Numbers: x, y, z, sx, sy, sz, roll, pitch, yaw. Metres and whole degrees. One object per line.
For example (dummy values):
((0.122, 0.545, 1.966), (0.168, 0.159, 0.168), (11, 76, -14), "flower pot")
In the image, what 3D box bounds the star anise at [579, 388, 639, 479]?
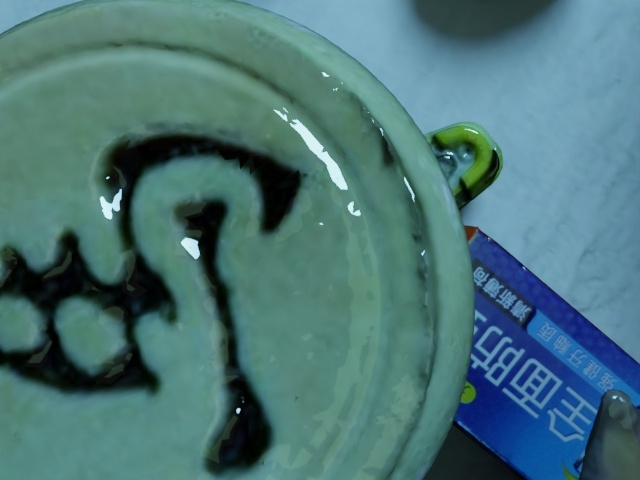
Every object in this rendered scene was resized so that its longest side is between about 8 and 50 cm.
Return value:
((0.133, 0.179, 0.476), (0.315, 0.108, 0.315), (8, 130, 10), "star anise")

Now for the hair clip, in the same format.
((0.000, 0.000, 0.540), (0.188, 0.033, 0.060), (-31, 94, -6), "hair clip")

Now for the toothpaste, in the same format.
((0.163, 0.121, 0.554), (0.320, 0.066, 0.076), (39, 86, -7), "toothpaste")

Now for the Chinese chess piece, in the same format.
((-0.064, 0.026, 0.464), (0.250, 0.101, 0.250), (0, 87, 7), "Chinese chess piece")
